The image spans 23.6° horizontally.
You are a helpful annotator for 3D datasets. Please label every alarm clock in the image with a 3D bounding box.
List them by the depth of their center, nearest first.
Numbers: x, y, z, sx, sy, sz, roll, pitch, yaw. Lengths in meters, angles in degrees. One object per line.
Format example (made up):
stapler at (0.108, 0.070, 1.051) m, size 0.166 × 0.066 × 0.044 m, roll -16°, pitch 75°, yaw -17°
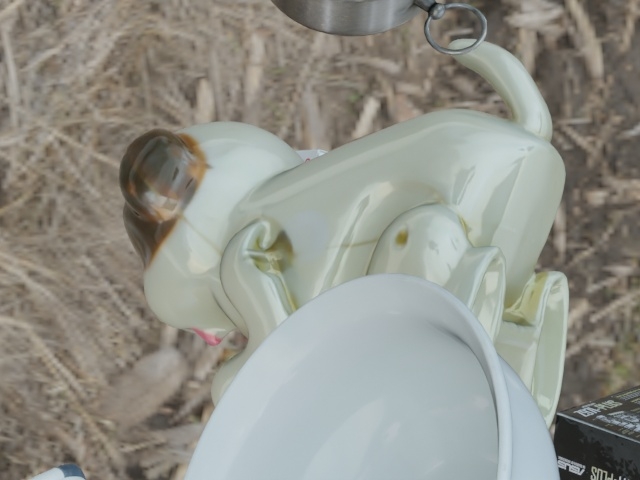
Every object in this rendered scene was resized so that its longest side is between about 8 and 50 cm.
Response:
alarm clock at (0.033, -0.182, 0.987) m, size 0.129 × 0.192 × 0.064 m, roll -39°, pitch 158°, yaw -18°

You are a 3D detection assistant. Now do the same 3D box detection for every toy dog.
toy dog at (0.000, 0.000, 1.418) m, size 0.284 × 0.408 × 0.395 m, roll -4°, pitch 100°, yaw -63°

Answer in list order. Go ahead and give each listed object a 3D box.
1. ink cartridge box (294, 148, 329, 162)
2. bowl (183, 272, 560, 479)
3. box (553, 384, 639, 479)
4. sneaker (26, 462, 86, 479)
ink cartridge box at (-0.038, -0.047, 1.728) m, size 0.056 × 0.135 × 0.099 m, roll 17°, pitch 77°, yaw -46°
bowl at (0.044, 0.179, 0.917) m, size 0.134 × 0.298 × 0.298 m, roll 27°, pitch 73°, yaw -33°
box at (0.299, 0.177, 1.243) m, size 0.180 × 0.147 × 0.077 m, roll -10°, pitch 109°, yaw -44°
sneaker at (-0.307, 0.274, 1.354) m, size 0.094 × 0.258 × 0.091 m, roll 54°, pitch 19°, yaw -53°
